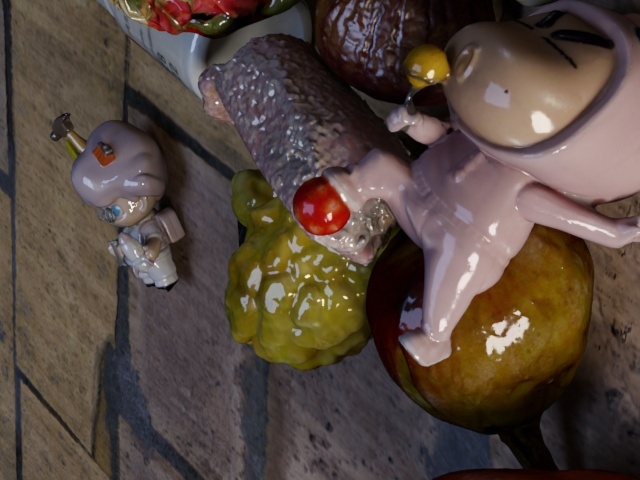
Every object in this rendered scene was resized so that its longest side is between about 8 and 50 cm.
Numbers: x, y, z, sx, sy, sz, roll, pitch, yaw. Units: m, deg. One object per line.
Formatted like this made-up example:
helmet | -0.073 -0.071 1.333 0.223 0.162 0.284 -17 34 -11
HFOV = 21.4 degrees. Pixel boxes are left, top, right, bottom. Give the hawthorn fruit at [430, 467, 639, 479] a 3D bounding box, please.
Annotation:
hawthorn fruit | 0.164 0.294 1.258 0.311 0.295 0.295 25 124 33

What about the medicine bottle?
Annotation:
medicine bottle | -0.128 -0.238 1.662 0.252 0.144 0.144 43 136 40

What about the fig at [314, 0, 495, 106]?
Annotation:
fig | 0.081 -0.210 1.331 0.134 0.146 0.201 -122 39 -48

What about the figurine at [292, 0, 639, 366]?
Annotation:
figurine | 0.127 -0.060 1.196 0.186 0.287 0.176 45 -171 -44

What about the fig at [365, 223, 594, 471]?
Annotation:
fig | 0.142 0.106 1.340 0.190 0.190 0.290 -11 94 59

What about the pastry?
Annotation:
pastry | -0.012 -0.090 1.374 0.265 0.103 0.112 44 115 43

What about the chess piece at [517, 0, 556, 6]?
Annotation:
chess piece | 0.119 -0.321 1.266 0.138 0.124 0.307 -19 89 28

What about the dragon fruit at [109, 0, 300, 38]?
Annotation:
dragon fruit | -0.070 -0.308 1.430 0.302 0.237 0.231 -36 98 17

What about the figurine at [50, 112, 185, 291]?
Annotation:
figurine | -0.217 -0.050 1.927 0.137 0.112 0.229 13 127 65

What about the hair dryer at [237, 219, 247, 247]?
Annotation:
hair dryer | -0.026 -0.065 1.651 0.195 0.050 0.173 -63 15 13

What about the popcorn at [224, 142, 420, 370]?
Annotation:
popcorn | 0.000 0.000 1.496 0.203 0.200 0.226 48 143 18
